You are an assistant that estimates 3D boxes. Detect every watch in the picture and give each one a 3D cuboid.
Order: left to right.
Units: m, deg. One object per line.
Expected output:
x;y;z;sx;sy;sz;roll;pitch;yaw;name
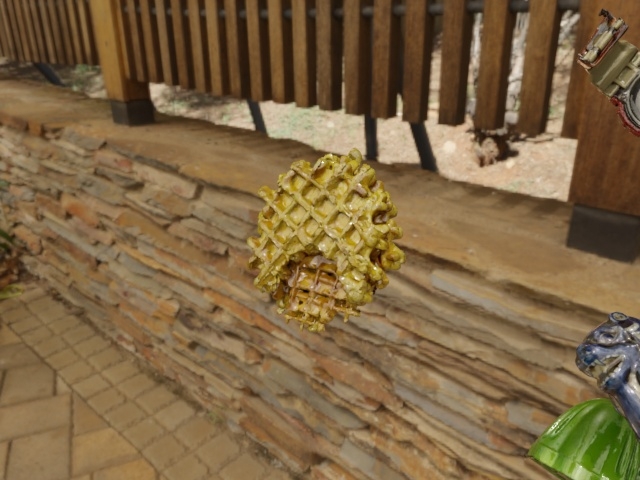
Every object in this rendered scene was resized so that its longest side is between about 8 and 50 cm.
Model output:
0.342;-0.165;0.555;0.268;0.102;0.165;6;34;-48;watch

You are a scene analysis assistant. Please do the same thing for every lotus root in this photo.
0.434;0.308;0.833;0.185;0.186;0.186;0;23;0;lotus root

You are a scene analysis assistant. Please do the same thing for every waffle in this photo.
0.000;0.000;0.616;0.193;0.197;0.070;-28;-25;28;waffle

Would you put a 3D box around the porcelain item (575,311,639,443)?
0.447;0.138;0.653;0.287;0.138;0.186;-28;57;-26;porcelain item
